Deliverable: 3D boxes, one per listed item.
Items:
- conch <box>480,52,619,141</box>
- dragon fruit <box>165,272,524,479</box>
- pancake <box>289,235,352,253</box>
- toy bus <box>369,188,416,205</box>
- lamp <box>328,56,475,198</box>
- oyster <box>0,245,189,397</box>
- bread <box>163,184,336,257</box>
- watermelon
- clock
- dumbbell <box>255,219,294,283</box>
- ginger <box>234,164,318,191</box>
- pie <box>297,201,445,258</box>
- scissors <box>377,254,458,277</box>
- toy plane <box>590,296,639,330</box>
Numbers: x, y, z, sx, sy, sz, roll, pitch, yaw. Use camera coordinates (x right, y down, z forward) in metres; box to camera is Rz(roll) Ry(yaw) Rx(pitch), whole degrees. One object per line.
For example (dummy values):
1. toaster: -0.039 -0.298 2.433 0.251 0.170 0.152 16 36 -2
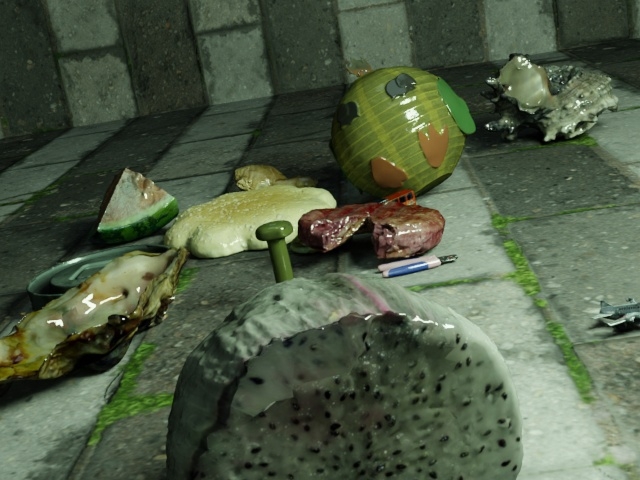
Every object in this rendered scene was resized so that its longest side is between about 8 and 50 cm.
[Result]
1. conch: 0.472 -0.274 2.009 0.313 0.186 0.240 5 16 -23
2. dragon fruit: -0.001 0.122 0.806 0.283 0.204 0.221 -13 16 -15
3. pancake: 0.001 0.000 1.565 0.108 0.017 0.108 -10 19 4
4. toy bus: 0.116 -0.054 1.634 0.031 0.043 0.110 7 22 44
5. lamp: 0.130 -0.214 1.742 0.250 0.284 0.250 -27 -9 -5
6. oyster: -0.286 0.100 1.252 0.221 0.096 0.361 -11 15 13
7. bread: -0.125 -0.041 1.718 0.316 0.054 0.316 -9 18 3
8. watermelon: -0.362 -0.037 1.791 0.146 0.128 0.231 -50 14 -20
9. clock: -0.330 0.062 1.490 0.226 0.049 0.226 -10 17 3
10. dumbbell: -0.051 0.033 1.295 0.052 0.118 0.046 -10 12 3
11. ginger: -0.087 -0.112 1.927 0.165 0.067 0.096 5 17 4
12. pie: 0.080 -0.018 1.471 0.219 0.054 0.204 8 16 36
13. scissors: 0.138 0.033 1.376 0.113 0.012 0.039 -11 16 -7
14. toy plane: 0.340 0.080 1.064 0.083 0.031 0.078 2 20 37
